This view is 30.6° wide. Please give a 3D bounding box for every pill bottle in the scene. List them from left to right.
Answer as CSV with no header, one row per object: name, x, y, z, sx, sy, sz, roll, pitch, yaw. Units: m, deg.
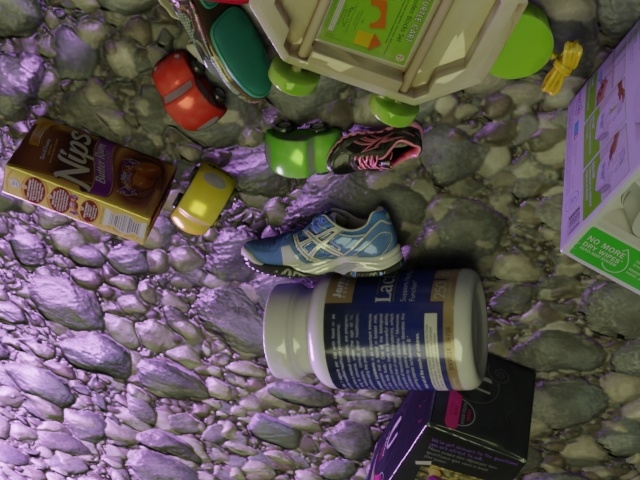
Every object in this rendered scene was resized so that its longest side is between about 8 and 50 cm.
pill bottle,0.071,0.114,1.485,0.265,0.153,0.153,-2,129,16

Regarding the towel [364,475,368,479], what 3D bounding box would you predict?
towel,0.125,0.394,1.790,0.067,0.029,0.119,-21,120,29

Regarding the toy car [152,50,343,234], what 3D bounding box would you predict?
toy car,-0.084,-0.105,1.390,0.225,0.053,0.239,0,118,7

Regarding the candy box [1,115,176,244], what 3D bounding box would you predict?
candy box,-0.285,-0.076,1.451,0.187,0.109,0.053,19,132,-2

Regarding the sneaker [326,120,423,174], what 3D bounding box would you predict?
sneaker,0.064,-0.100,1.354,0.119,0.057,0.047,-20,127,8

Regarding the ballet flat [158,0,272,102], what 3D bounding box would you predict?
ballet flat,-0.131,-0.249,1.297,0.079,0.077,0.221,-5,125,43

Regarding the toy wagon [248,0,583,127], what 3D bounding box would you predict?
toy wagon,0.105,-0.240,1.219,0.345,0.068,0.267,16,133,-12

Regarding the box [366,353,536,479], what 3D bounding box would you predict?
box,0.169,0.291,1.600,0.143,0.165,0.270,22,131,-4

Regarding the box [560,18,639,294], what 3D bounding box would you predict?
box,0.349,-0.116,1.144,0.127,0.262,0.231,28,130,-10

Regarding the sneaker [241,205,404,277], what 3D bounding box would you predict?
sneaker,0.000,0.000,1.473,0.211,0.080,0.081,-3,107,17

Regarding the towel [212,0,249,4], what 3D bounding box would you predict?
towel,-0.118,-0.359,1.144,0.199,0.031,0.274,0,130,-27
